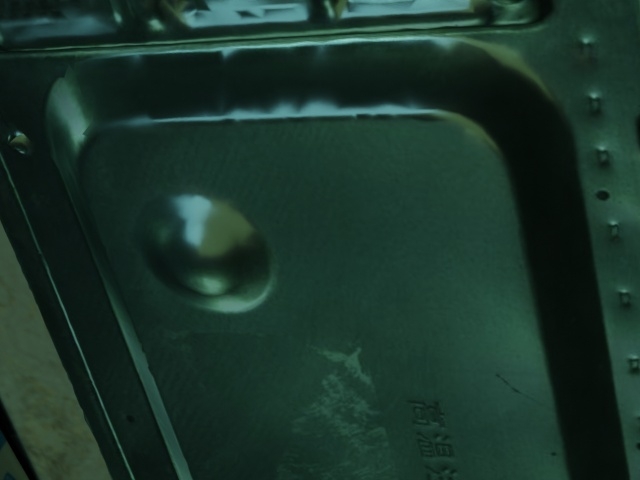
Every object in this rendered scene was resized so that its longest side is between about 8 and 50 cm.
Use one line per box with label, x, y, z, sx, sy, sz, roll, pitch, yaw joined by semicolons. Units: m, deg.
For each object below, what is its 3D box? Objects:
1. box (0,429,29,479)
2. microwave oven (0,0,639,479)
box;-0.302;0.212;1.057;0.264;0.048;0.273;-7;120;26
microwave oven;0.044;-0.055;0.553;0.247;0.333;0.394;1;126;25
